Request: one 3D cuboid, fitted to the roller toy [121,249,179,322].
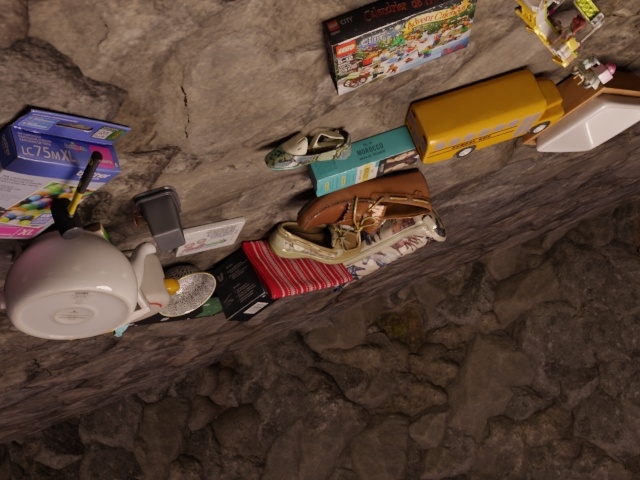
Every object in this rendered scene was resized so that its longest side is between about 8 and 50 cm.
[{"bbox_3d":[-0.464,0.122,1.603,0.191,0.146,0.209,-27,164,21],"label":"roller toy"}]

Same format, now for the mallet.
[{"bbox_3d":[-0.367,-0.065,1.025,0.039,0.062,0.190,-12,163,-43],"label":"mallet"}]

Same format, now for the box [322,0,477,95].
[{"bbox_3d":[0.124,-0.321,1.049,0.233,0.044,0.159,-21,165,0],"label":"box"}]

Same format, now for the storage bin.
[{"bbox_3d":[-0.323,-0.036,1.353,0.098,0.091,0.135,-18,164,-10],"label":"storage bin"}]

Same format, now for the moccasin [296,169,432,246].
[{"bbox_3d":[0.117,-0.076,1.679,0.380,0.147,0.139,-10,161,-34],"label":"moccasin"}]

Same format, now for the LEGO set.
[{"bbox_3d":[0.408,-0.382,1.112,0.107,0.132,0.287,-43,135,16],"label":"LEGO set"}]

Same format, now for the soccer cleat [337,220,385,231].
[{"bbox_3d":[0.128,-0.060,1.883,0.196,0.076,0.068,-31,162,33],"label":"soccer cleat"}]

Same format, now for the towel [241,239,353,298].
[{"bbox_3d":[-0.064,0.059,1.834,0.275,0.199,0.031,-10,143,-36],"label":"towel"}]

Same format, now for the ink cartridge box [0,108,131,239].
[{"bbox_3d":[-0.456,-0.092,1.052,0.311,0.065,0.186,-31,162,28],"label":"ink cartridge box"}]

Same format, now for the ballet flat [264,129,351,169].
[{"bbox_3d":[-0.022,-0.186,1.315,0.188,0.070,0.070,-15,164,-28],"label":"ballet flat"}]

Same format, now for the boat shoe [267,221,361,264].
[{"bbox_3d":[0.000,0.000,1.835,0.285,0.104,0.089,0,144,-30],"label":"boat shoe"}]

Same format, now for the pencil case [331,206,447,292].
[{"bbox_3d":[0.176,0.008,2.001,0.410,0.160,0.183,-28,-165,27],"label":"pencil case"}]

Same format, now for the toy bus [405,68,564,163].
[{"bbox_3d":[0.353,-0.268,1.412,0.333,0.108,0.130,-18,163,-7],"label":"toy bus"}]

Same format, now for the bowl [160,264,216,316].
[{"bbox_3d":[-0.375,0.119,1.795,0.170,0.080,0.170,-27,149,-17],"label":"bowl"}]

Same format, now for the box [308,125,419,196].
[{"bbox_3d":[0.097,-0.176,1.478,0.244,0.060,0.100,-19,165,-6],"label":"box"}]

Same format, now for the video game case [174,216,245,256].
[{"bbox_3d":[-0.274,-0.008,1.645,0.157,0.019,0.143,-13,163,-25],"label":"video game case"}]

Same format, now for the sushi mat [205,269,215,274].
[{"bbox_3d":[-0.217,0.084,2.032,0.317,0.019,0.151,-15,164,-21],"label":"sushi mat"}]

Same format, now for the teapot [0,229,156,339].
[{"bbox_3d":[-0.477,0.062,1.266,0.253,0.187,0.256,-21,151,10],"label":"teapot"}]

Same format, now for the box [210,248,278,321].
[{"bbox_3d":[-0.206,0.121,1.869,0.156,0.158,0.093,-36,154,26],"label":"box"}]

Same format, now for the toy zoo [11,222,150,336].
[{"bbox_3d":[-0.496,0.110,1.436,0.192,0.030,0.293,-20,130,-3],"label":"toy zoo"}]

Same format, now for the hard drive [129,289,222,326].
[{"bbox_3d":[-0.416,0.182,1.981,0.339,0.064,0.237,-2,160,-39],"label":"hard drive"}]

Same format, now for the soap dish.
[{"bbox_3d":[0.644,-0.314,1.610,0.291,0.118,0.229,-7,159,-41],"label":"soap dish"}]
